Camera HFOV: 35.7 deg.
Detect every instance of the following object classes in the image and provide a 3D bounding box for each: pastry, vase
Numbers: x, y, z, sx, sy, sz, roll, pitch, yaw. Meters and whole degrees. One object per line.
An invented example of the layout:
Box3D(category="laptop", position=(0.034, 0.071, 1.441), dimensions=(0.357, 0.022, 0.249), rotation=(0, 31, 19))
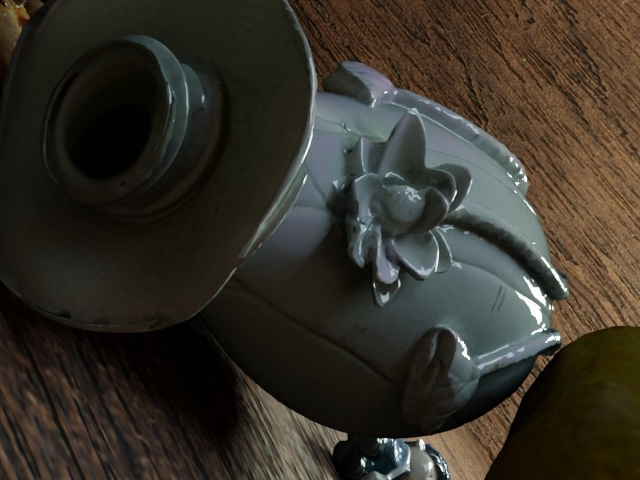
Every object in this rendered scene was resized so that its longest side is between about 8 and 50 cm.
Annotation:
Box3D(category="pastry", position=(0.186, 0.225, 0.681), dimensions=(0.164, 0.355, 0.356), rotation=(12, -17, 24))
Box3D(category="vase", position=(0.000, 0.000, 0.622), dimensions=(0.250, 0.250, 0.445), rotation=(60, 14, 26))

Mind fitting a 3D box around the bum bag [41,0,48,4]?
Box3D(category="bum bag", position=(-0.158, -0.155, 0.844), dimensions=(0.340, 0.095, 0.144), rotation=(51, -30, 4))

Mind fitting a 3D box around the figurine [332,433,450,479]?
Box3D(category="figurine", position=(0.066, 0.220, 0.933), dimensions=(0.149, 0.086, 0.087), rotation=(38, -7, -41))

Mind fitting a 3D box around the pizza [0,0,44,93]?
Box3D(category="pizza", position=(-0.181, -0.115, 0.708), dimensions=(0.185, 0.052, 0.195), rotation=(61, 5, 3))
